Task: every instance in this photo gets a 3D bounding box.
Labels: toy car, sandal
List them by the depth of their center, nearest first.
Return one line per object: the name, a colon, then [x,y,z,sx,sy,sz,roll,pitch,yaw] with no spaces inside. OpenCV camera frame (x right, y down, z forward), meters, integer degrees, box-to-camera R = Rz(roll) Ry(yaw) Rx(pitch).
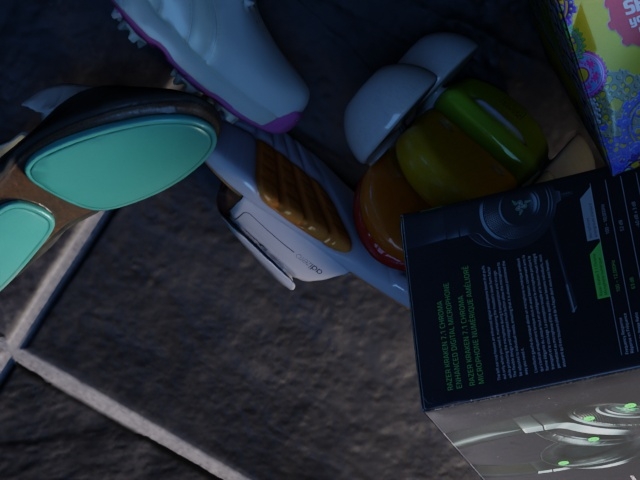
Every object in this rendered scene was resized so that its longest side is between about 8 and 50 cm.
toy car: [0.087,-0.043,1.023,0.159,0.182,0.136,41,123,4]
sandal: [-0.001,0.006,1.073,0.265,0.102,0.076,37,117,-11]

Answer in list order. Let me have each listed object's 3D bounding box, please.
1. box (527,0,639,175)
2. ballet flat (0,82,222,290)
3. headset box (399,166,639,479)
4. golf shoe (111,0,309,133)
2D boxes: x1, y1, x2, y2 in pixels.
box: [0.264,-0.203,0.896,0.290,0.279,0.177,-18,109,8]
ballet flat: [-0.189,-0.052,1.039,0.280,0.096,0.095,-29,141,25]
headset box: [0.203,0.064,0.917,0.283,0.131,0.246,-14,150,16]
golf shoe: [-0.095,-0.206,0.991,0.140,0.115,0.306,-39,107,11]
